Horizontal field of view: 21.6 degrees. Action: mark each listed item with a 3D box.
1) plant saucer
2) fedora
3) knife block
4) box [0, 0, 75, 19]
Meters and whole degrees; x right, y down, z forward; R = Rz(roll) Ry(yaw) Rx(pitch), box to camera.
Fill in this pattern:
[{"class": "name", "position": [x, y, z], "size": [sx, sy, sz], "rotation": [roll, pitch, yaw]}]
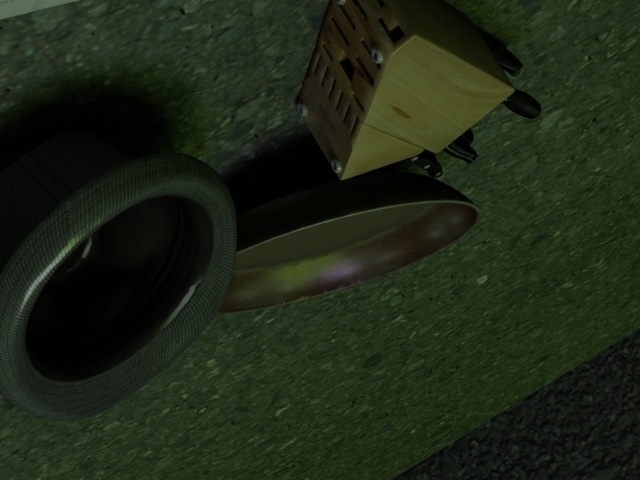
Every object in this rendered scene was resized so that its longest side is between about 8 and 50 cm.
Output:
[{"class": "plant saucer", "position": [0.000, 0.000, 1.622], "size": [0.310, 0.050, 0.310], "rotation": [-16, 168, -4]}, {"class": "fedora", "position": [-0.192, 0.011, 1.352], "size": [0.243, 0.124, 0.275], "rotation": [-42, 155, -9]}, {"class": "knife block", "position": [0.111, -0.154, 1.457], "size": [0.242, 0.088, 0.276], "rotation": [-21, 156, -23]}, {"class": "box", "position": [-0.213, -0.229, 0.930], "size": [0.232, 0.058, 0.322], "rotation": [-19, 155, -26]}]
